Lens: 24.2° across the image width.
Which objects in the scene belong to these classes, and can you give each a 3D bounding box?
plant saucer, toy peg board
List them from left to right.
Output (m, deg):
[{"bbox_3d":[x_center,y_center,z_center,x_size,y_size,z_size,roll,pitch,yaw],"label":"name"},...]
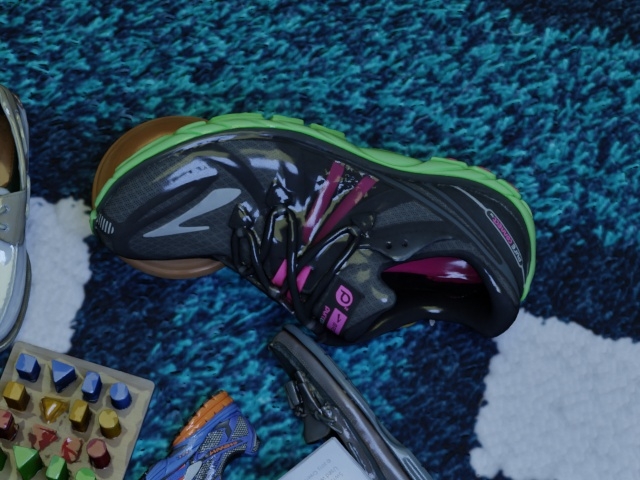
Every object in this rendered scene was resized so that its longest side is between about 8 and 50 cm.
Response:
[{"bbox_3d":[-0.276,0.194,1.570,0.161,0.079,0.160,17,69,2],"label":"toy peg board"},{"bbox_3d":[-0.161,-0.055,1.695,0.200,0.037,0.200,1,70,-3],"label":"plant saucer"}]

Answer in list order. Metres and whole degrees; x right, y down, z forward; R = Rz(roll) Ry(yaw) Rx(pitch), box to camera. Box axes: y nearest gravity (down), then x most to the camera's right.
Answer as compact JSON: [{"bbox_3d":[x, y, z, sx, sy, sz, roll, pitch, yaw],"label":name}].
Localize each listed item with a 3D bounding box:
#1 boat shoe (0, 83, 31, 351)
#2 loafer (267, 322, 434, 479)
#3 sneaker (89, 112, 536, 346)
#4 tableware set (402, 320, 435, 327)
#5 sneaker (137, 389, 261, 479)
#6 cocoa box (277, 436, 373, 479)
[{"bbox_3d":[-0.374,-0.029,1.633,0.113,0.103,0.302,-2,70,-5],"label":"boat shoe"},{"bbox_3d":[0.025,0.208,1.583,0.084,0.096,0.267,-40,79,-11],"label":"loafer"},{"bbox_3d":[0.000,0.000,1.563,0.483,0.185,0.202,6,49,-7],"label":"sneaker"},{"bbox_3d":[0.054,0.053,1.680,0.154,0.024,0.104,0,66,-3],"label":"tableware set"},{"bbox_3d":[-0.144,0.261,1.557,0.087,0.083,0.221,39,75,2],"label":"sneaker"},{"bbox_3d":[-0.052,0.399,1.429,0.347,0.228,0.231,-38,76,-16],"label":"cocoa box"}]
